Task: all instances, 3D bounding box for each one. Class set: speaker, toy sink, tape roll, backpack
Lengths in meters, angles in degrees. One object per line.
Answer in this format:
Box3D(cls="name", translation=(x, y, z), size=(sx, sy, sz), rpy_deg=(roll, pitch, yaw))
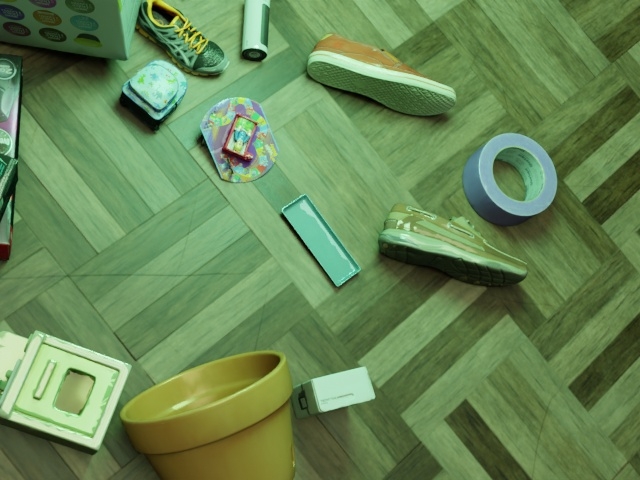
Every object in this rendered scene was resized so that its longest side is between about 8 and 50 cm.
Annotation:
Box3D(cls="speaker", translation=(-0.135, -0.447, 1.831), size=(0.055, 0.055, 0.136), rpy_deg=(7, 71, -16))
Box3D(cls="toy sink", translation=(-0.458, 0.247, 1.472), size=(0.234, 0.131, 0.152), rpy_deg=(23, 68, -10))
Box3D(cls="tape roll", translation=(0.409, -0.131, 1.901), size=(0.189, 0.080, 0.188), rpy_deg=(5, 73, -17))
Box3D(cls="backpack", translation=(-0.318, -0.294, 1.708), size=(0.105, 0.084, 0.114), rpy_deg=(41, 63, -6))

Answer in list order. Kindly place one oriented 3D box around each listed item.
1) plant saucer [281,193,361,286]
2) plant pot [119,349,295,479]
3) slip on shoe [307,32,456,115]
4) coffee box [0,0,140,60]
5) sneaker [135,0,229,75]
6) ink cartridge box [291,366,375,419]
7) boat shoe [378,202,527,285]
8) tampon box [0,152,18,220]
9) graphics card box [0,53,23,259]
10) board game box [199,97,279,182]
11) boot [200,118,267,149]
Box3D(cls="plant saucer", translation=(0.000, 0.000, 1.761), size=(0.067, 0.018, 0.192), rpy_deg=(-35, 86, -24))
Box3D(cls="plant pot", translation=(-0.166, 0.332, 1.482), size=(0.291, 0.291, 0.203), rpy_deg=(-22, 98, -23))
Box3D(cls="slip on shoe", translation=(0.137, -0.355, 1.863), size=(0.331, 0.123, 0.101), rpy_deg=(18, 65, -8))
Box3D(cls="coffee box", translation=(-0.492, -0.570, 1.576), size=(0.338, 0.334, 0.338), rpy_deg=(9, 71, -5))
Box3D(cls="sneaker", translation=(-0.277, -0.408, 1.757), size=(0.215, 0.083, 0.084), rpy_deg=(31, 65, -9))
Box3D(cls="ink cartridge box", translation=(0.019, 0.280, 1.609), size=(0.109, 0.150, 0.063), rpy_deg=(-11, 78, -21))
Box3D(cls="boat shoe", translation=(0.281, 0.005, 1.798), size=(0.324, 0.123, 0.116), rpy_deg=(18, 67, -14))
Box3D(cls="tampon box", translation=(-0.597, -0.095, 1.445), size=(0.161, 0.101, 0.120), rpy_deg=(20, 69, -12))
Box3D(cls="graphics card box", translation=(-0.656, -0.159, 1.551), size=(0.233, 0.094, 0.370), rpy_deg=(4, 72, -17))
Box3D(cls="board game box", translation=(-0.153, -0.199, 1.731), size=(0.133, 0.033, 0.168), rpy_deg=(-25, 103, -17))
Box3D(cls="boot", translation=(-0.170, -0.206, 1.759), size=(0.114, 0.037, 0.106), rpy_deg=(33, 69, -11))
